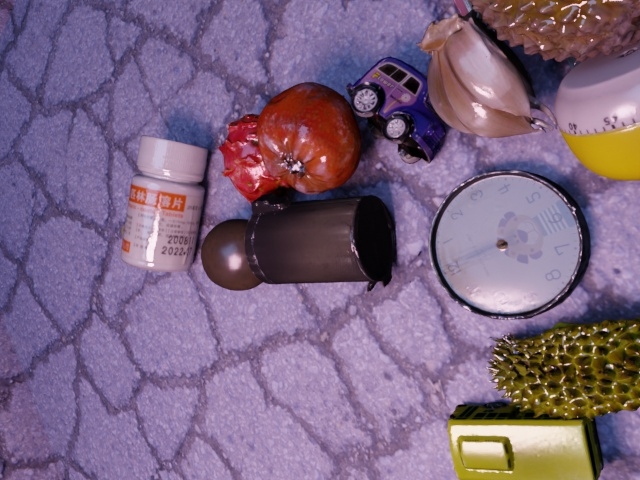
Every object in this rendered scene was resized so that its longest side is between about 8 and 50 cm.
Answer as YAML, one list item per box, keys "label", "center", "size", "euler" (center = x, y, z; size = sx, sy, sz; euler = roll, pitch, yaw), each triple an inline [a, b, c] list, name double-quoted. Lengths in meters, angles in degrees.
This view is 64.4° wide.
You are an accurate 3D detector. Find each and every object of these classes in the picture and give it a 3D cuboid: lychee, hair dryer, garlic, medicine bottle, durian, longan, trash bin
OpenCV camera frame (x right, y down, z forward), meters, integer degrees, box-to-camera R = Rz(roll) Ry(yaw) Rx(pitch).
- label: "lychee"
  center: [0.400, -0.479, 0.782]
  size: [0.380, 0.380, 0.432]
  euler: [-24, 50, 31]
- label: "hair dryer"
  center: [0.353, -0.530, 1.054]
  size: [0.154, 0.054, 0.106]
  euler: [-27, 79, 26]
- label: "garlic"
  center: [0.313, -0.307, 0.946]
  size: [0.210, 0.237, 0.292]
  euler: [-43, 103, -3]
- label: "medicine bottle"
  center: [-0.454, -0.107, 1.492]
  size: [0.211, 0.211, 0.371]
  euler: [16, 98, 33]
- label: "durian"
  center: [0.460, 0.214, 0.895]
  size: [0.356, 0.170, 0.157]
  euler: [-18, 86, 33]
- label: "longan"
  center: [-0.212, 0.036, 1.337]
  size: [0.220, 0.197, 0.196]
  euler: [0, 89, 35]
- label: "trash bin"
  center: [0.000, 0.000, 1.185]
  size: [0.302, 0.203, 0.252]
  euler: [-3, 115, 33]

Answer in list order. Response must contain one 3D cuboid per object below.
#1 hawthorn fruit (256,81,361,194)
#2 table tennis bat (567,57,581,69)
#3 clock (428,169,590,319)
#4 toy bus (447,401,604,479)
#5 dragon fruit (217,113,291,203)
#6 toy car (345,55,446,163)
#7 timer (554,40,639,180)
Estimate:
- label: "hawthorn fruit"
  center: [-0.008, -0.247, 1.138]
  size: [0.242, 0.241, 0.271]
  euler: [-3, 47, 34]
- label: "table tennis bat"
  center: [0.554, -0.374, 0.922]
  size: [0.201, 0.033, 0.124]
  euler: [-17, 82, 35]
- label: "clock"
  center: [0.368, 0.007, 1.023]
  size: [0.313, 0.061, 0.312]
  euler: [-1, 89, 33]
- label: "toy bus"
  center: [0.374, 0.380, 0.958]
  size: [0.262, 0.150, 0.127]
  euler: [-13, 83, 32]
- label: "dragon fruit"
  center: [-0.150, -0.193, 1.303]
  size: [0.205, 0.210, 0.268]
  euler: [30, 143, 62]
- label: "toy car"
  center: [0.181, -0.282, 1.101]
  size: [0.158, 0.172, 0.235]
  euler: [-47, 69, 8]
- label: "timer"
  center: [0.543, -0.184, 0.817]
  size: [0.285, 0.285, 0.285]
  euler: [-1, 89, 34]
